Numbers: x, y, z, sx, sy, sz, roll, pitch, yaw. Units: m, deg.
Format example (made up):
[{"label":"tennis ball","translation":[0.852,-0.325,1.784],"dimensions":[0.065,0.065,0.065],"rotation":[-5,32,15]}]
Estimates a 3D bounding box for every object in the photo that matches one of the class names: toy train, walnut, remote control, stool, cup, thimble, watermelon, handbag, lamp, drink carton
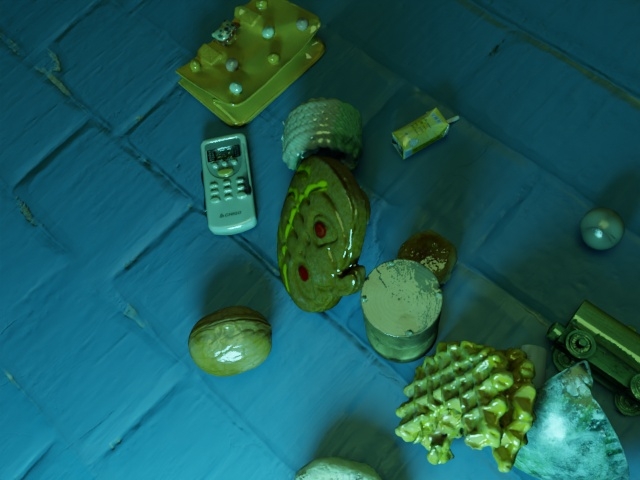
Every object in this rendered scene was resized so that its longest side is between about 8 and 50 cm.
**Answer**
[{"label":"toy train","translation":[0.671,0.261,1.521],"dimensions":[0.307,0.126,0.189],"rotation":[36,76,20]},{"label":"walnut","translation":[-0.215,0.242,1.627],"dimensions":[0.207,0.167,0.167],"rotation":[-17,67,2]},{"label":"remote control","translation":[-0.256,-0.155,1.853],"dimensions":[0.140,0.056,0.296],"rotation":[-11,66,5]},{"label":"stool","translation":[0.186,0.168,1.547],"dimensions":[0.179,0.264,0.179],"rotation":[-3,68,6]},{"label":"cup","translation":[0.473,0.306,1.566],"dimensions":[0.104,0.074,0.116],"rotation":[-4,60,37]},{"label":"thimble","translation":[0.004,-0.267,1.784],"dimensions":[0.219,0.219,0.150],"rotation":[-2,68,7]},{"label":"watermelon","translation":[0.550,0.403,1.449],"dimensions":[0.290,0.214,0.319],"rotation":[37,121,15]},{"label":"handbag","translation":[-0.208,-0.547,1.979],"dimensions":[0.283,0.133,0.401],"rotation":[38,77,25]},{"label":"lamp","translation":[0.690,-0.029,1.652],"dimensions":[0.105,0.105,0.105],"rotation":[-3,67,6]},{"label":"drink carton","translation":[0.295,-0.303,1.834],"dimensions":[0.200,0.074,0.084],"rotation":[-31,67,-4]}]

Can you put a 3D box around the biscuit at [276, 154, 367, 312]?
[{"label":"biscuit","translation":[-0.008,0.001,1.583],"dimensions":[0.070,0.394,0.350],"rotation":[-5,37,-30]}]

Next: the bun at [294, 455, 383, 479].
[{"label":"bun","translation":[0.038,0.598,1.447],"dimensions":[0.273,0.168,0.272],"rotation":[1,74,-4]}]

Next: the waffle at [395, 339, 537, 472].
[{"label":"waffle","translation":[0.312,0.347,1.438],"dimensions":[0.151,0.324,0.261],"rotation":[30,64,-23]}]

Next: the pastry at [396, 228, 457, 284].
[{"label":"pastry","translation":[0.267,0.046,1.687],"dimensions":[0.153,0.081,0.153],"rotation":[-3,70,9]}]

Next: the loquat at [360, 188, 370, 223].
[{"label":"loquat","translation":[0.045,-0.070,1.725],"dimensions":[0.172,0.149,0.204],"rotation":[-1,87,-36]}]
